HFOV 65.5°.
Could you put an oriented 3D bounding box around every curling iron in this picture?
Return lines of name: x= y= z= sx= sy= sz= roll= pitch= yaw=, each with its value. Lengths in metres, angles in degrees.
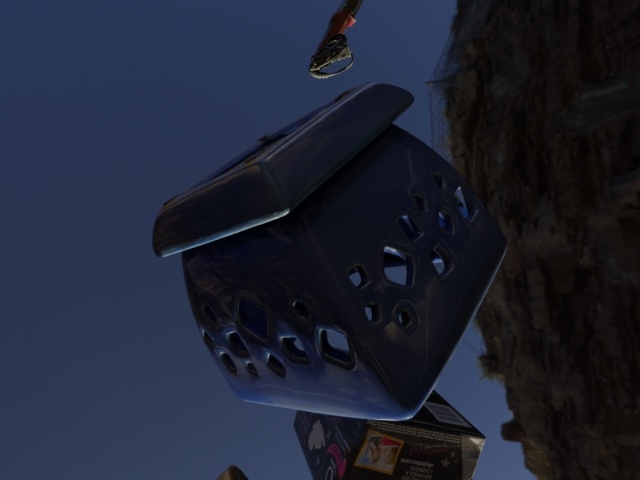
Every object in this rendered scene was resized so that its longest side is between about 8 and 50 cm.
curling iron: x=0.045 y=-0.339 z=0.763 sx=0.035 sy=0.068 sz=0.273 roll=59 pitch=-138 yaw=-44

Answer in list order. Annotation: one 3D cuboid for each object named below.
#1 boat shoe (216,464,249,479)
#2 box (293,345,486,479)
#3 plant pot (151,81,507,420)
boat shoe: x=-0.082 y=0.334 z=0.537 sx=0.059 sy=0.063 sz=0.169 roll=-26 pitch=-101 yaw=2
box: x=0.075 y=0.257 z=0.671 sx=0.164 sy=0.247 sz=0.141 roll=16 pitch=-86 yaw=-15
plant pot: x=0.000 y=0.000 z=0.469 sx=0.236 sy=0.236 sz=0.212 roll=-44 pitch=-70 yaw=-39
